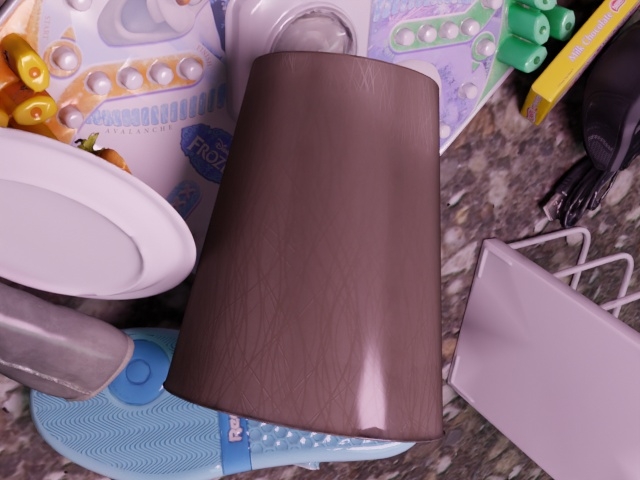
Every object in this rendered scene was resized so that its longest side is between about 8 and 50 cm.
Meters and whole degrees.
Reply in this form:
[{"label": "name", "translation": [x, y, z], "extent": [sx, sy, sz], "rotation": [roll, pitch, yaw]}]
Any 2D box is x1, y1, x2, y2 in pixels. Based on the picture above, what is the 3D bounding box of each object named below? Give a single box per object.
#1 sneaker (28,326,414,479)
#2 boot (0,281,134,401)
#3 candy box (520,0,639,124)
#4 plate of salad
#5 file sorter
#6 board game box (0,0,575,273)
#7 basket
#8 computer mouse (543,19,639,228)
[{"label": "sneaker", "translation": [-0.074, 0.149, 0.773], "extent": [0.319, 0.127, 0.208], "rotation": [3, 166, -3]}, {"label": "boot", "translation": [-0.212, 0.041, 0.562], "extent": [0.208, 0.190, 0.076], "rotation": [35, 59, -28]}, {"label": "candy box", "translation": [0.262, -0.199, 0.808], "extent": [0.206, 0.027, 0.105], "rotation": [-50, 169, 2]}, {"label": "plate of salad", "translation": [-0.177, -0.018, 0.572], "extent": [0.200, 0.200, 0.048], "rotation": [44, 45, -44]}, {"label": "file sorter", "translation": [0.303, 0.131, 0.921], "extent": [0.173, 0.278, 0.192], "rotation": [-12, 125, -32]}, {"label": "board game box", "translation": [-0.006, -0.140, 0.676], "extent": [0.390, 0.050, 0.390], "rotation": [-50, 134, 3]}, {"label": "basket", "translation": [0.000, 0.000, 0.594], "extent": [0.154, 0.204, 0.226], "rotation": [11, 86, -54]}, {"label": "computer mouse", "translation": [0.291, -0.131, 0.852], "extent": [0.188, 0.072, 0.272], "rotation": [-43, 161, -10]}]
